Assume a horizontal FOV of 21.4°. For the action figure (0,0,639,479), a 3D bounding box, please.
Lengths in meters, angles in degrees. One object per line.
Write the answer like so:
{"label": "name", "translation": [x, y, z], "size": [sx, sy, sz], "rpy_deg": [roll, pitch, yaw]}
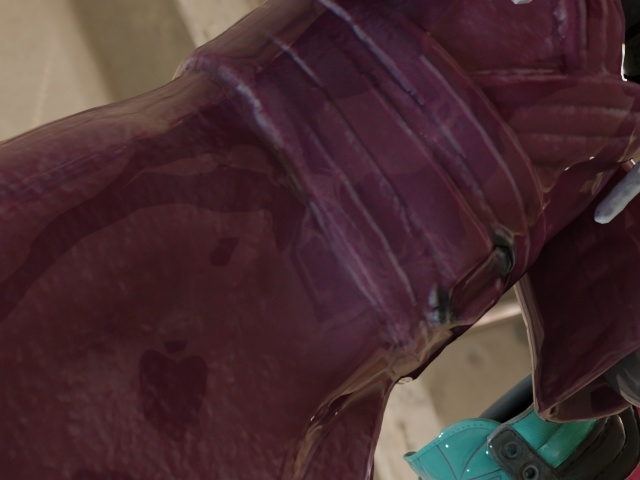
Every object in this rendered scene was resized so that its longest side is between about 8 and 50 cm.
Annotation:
{"label": "action figure", "translation": [0.000, 0.000, 0.444], "size": [0.370, 0.276, 0.248], "rpy_deg": [-38, -59, -19]}

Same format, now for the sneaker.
{"label": "sneaker", "translation": [0.119, 0.179, 0.941], "size": [0.178, 0.124, 0.295], "rpy_deg": [32, -122, -8]}
